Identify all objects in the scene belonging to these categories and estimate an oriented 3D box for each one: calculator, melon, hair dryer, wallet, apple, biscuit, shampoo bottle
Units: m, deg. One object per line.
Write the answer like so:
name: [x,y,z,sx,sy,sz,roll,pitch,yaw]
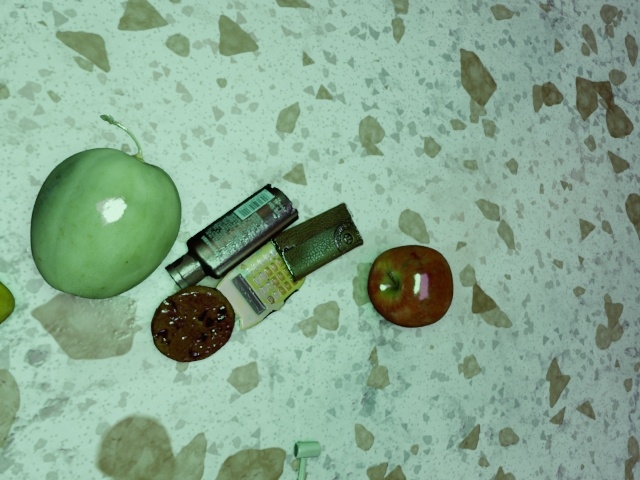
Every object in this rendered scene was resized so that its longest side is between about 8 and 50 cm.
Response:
calculator: [-0.141,0.104,1.020,0.237,0.033,0.157,-38,99,-24]
melon: [-0.415,-0.038,0.798,0.308,0.272,0.272,-44,103,-2]
hair dryer: [-0.039,0.570,1.022,0.063,0.038,0.124,8,88,-22]
wallet: [0.000,0.000,1.071,0.243,0.039,0.132,-27,91,-31]
apple: [0.247,0.122,1.090,0.230,0.230,0.229,2,85,-23]
biscuit: [-0.283,0.187,0.915,0.192,0.049,0.192,-11,119,-22]
shampoo bottle: [-0.209,-0.004,0.965,0.323,0.084,0.129,-40,76,-21]

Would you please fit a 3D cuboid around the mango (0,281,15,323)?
mango: [-0.748,0.135,0.675,0.384,0.199,0.221,-8,81,-36]
